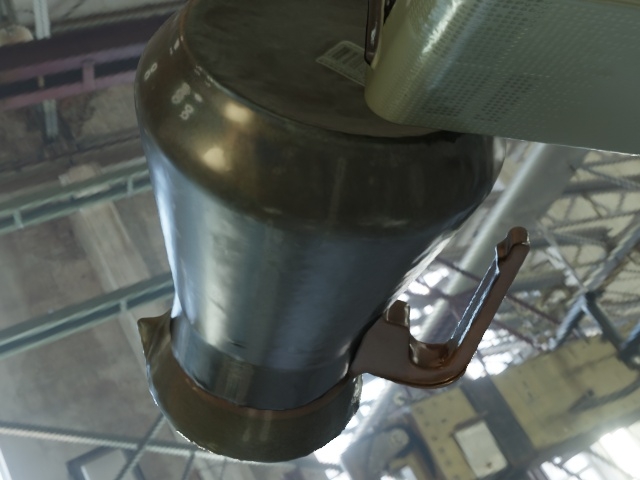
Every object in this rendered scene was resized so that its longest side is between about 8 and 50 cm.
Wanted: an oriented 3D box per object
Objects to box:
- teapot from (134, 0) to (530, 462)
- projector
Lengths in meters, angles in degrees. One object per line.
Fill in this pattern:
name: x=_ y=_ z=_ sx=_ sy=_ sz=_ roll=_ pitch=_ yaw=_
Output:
teapot: x=0.000 y=0.000 z=0.651 sx=0.300 sy=0.253 sz=0.344 roll=15 pitch=-47 yaw=-2
projector: x=0.153 y=-0.141 z=0.427 sx=0.243 sy=0.163 sz=0.177 roll=4 pitch=-15 yaw=-8
